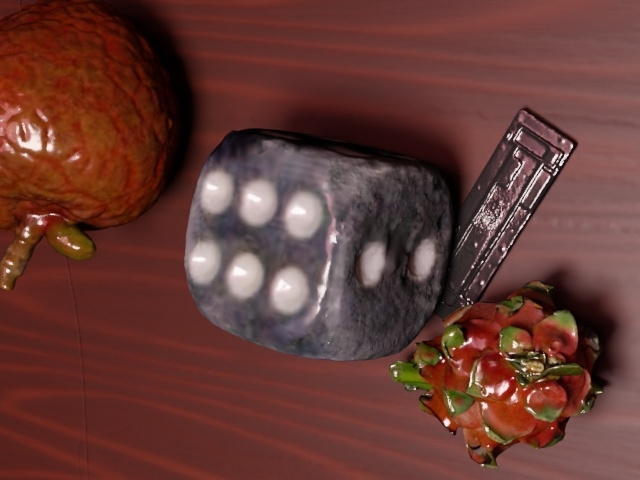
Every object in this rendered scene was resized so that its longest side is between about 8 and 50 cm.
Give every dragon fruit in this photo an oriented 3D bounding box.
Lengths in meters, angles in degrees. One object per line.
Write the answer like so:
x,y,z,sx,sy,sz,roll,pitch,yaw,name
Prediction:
0.146,0.123,1.011,0.236,0.135,0.137,-35,75,51,dragon fruit

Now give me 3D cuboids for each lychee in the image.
-0.271,-0.101,1.164,0.255,0.255,0.300,-13,56,31,lychee

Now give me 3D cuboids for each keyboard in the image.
0.153,-0.017,1.049,0.061,0.013,0.204,38,112,22,keyboard

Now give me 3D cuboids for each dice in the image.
0.000,0.000,1.038,0.182,0.183,0.181,15,100,37,dice
